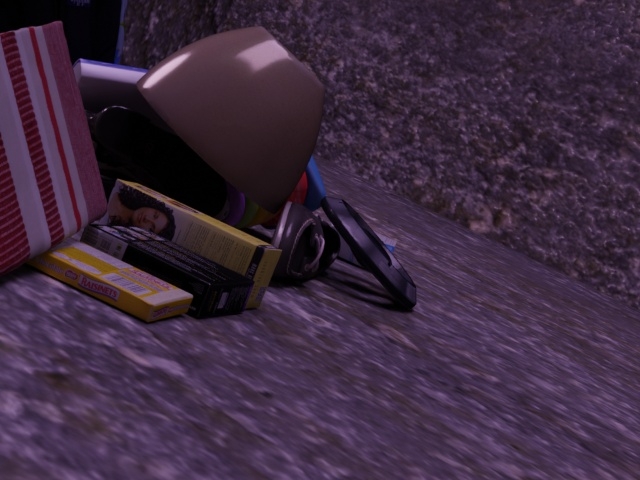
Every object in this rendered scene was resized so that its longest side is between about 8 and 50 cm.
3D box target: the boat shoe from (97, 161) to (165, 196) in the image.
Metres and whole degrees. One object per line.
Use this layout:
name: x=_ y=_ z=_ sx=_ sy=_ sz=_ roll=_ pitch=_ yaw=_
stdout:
boat shoe: x=-0.300 y=-0.140 z=2.217 sx=0.257 sy=0.095 sz=0.095 roll=20 pitch=8 yaw=-13

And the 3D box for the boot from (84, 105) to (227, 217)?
boot: x=-0.281 y=-0.131 z=1.958 sx=0.263 sy=0.091 sz=0.229 roll=39 pitch=-14 yaw=-24

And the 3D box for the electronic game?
electronic game: x=0.078 y=0.019 z=2.073 sx=0.229 sy=0.048 sz=0.229 roll=49 pitch=6 yaw=-6

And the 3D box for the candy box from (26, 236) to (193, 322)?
candy box: x=-0.253 y=0.034 z=1.424 sx=0.206 sy=0.027 sz=0.105 roll=24 pitch=8 yaw=16

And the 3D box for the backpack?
backpack: x=-0.481 y=-0.360 z=2.287 sx=0.290 sy=0.355 sz=0.273 roll=-5 pitch=6 yaw=-21

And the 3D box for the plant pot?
plant pot: x=-0.105 y=-0.205 z=1.897 sx=0.284 sy=0.191 sz=0.284 roll=43 pitch=6 yaw=-6

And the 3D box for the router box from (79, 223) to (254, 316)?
router box: x=-0.185 y=0.034 z=1.540 sx=0.179 sy=0.046 sz=0.133 roll=25 pitch=8 yaw=19

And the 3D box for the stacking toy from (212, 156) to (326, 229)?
stacking toy: x=-0.147 y=-0.075 z=2.087 sx=0.166 sy=0.175 sz=0.302 roll=-24 pitch=3 yaw=37

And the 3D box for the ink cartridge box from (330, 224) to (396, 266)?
ink cartridge box: x=0.070 y=0.008 z=2.322 sx=0.122 sy=0.052 sz=0.088 roll=24 pitch=16 yaw=3

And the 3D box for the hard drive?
hard drive: x=-0.276 y=-0.213 z=2.088 sx=0.319 sy=0.040 sz=0.210 roll=6 pitch=-23 yaw=-30

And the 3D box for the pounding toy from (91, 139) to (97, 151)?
pounding toy: x=-0.461 y=-0.150 z=1.852 sx=0.181 sy=0.094 sz=0.206 roll=13 pitch=13 yaw=-45

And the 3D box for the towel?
towel: x=-0.325 y=-0.100 z=1.350 sx=0.037 sy=0.237 sz=0.329 roll=-9 pitch=12 yaw=16

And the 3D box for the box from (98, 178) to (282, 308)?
box: x=-0.171 y=0.004 z=1.644 sx=0.232 sy=0.087 sz=0.058 roll=23 pitch=6 yaw=19

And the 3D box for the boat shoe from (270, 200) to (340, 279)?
boat shoe: x=-0.019 y=0.004 z=1.954 sx=0.095 sy=0.112 sz=0.335 roll=17 pitch=4 yaw=2
